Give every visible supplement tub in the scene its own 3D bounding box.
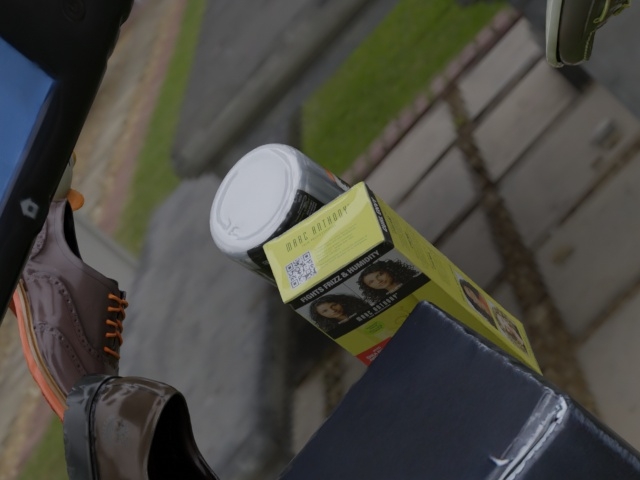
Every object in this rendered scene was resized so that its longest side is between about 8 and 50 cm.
[{"bbox_3d":[0.000,0.000,1.582,0.117,0.190,0.117,-24,51,33],"label":"supplement tub"}]

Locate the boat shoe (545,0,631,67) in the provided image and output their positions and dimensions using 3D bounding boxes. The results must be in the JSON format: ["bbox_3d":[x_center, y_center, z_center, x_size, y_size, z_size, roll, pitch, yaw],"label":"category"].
[{"bbox_3d":[0.280,-0.272,1.769,0.305,0.091,0.109,79,-163,-62],"label":"boat shoe"}]

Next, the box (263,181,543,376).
[{"bbox_3d":[0.062,0.052,1.197,0.087,0.232,0.058,-32,49,15],"label":"box"}]

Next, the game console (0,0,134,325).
[{"bbox_3d":[-0.279,-0.098,0.919,0.060,0.342,0.387,-20,43,46],"label":"game console"}]

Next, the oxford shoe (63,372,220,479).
[{"bbox_3d":[-0.108,0.203,1.168,0.096,0.227,0.083,-2,17,30],"label":"oxford shoe"}]

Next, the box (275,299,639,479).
[{"bbox_3d":[0.116,0.374,0.963,0.472,0.480,0.297,-50,13,1],"label":"box"}]

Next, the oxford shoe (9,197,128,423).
[{"bbox_3d":[-0.206,0.081,1.485,0.098,0.271,0.097,-28,-18,-3],"label":"oxford shoe"}]

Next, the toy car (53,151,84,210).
[{"bbox_3d":[-0.340,-0.112,2.018,0.210,0.238,0.219,-21,-14,-30],"label":"toy car"}]
